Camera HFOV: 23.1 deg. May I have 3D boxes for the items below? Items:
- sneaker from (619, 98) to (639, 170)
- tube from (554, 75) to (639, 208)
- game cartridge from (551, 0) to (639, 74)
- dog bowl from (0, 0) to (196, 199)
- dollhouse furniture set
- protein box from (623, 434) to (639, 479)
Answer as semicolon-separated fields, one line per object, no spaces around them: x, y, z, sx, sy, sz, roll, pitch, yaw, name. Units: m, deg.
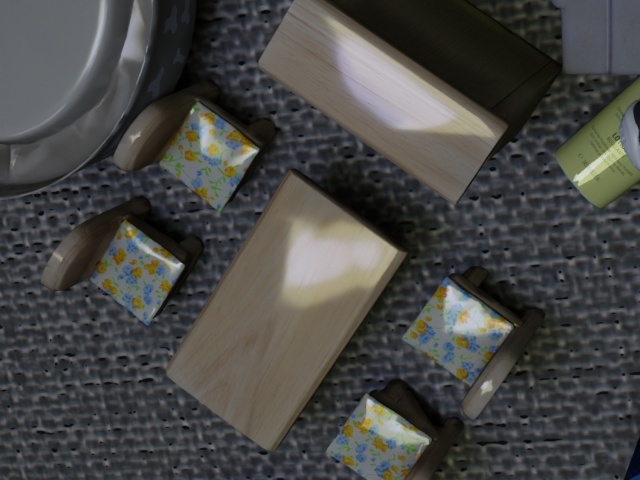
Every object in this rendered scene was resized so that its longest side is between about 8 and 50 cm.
0.341;-0.072;1.091;0.269;0.101;0.153;33;131;28;sneaker
0.290;-0.122;1.213;0.240;0.062;0.070;-40;125;19;tube
0.266;-0.275;1.054;0.230;0.068;0.355;5;127;16;game cartridge
-0.257;-0.210;1.320;0.349;0.102;0.348;3;97;28;dog bowl
0.000;0.000;1.235;0.362;0.256;0.394;36;112;7;dollhouse furniture set
0.381;0.201;1.221;0.200;0.136;0.201;-36;91;23;protein box
